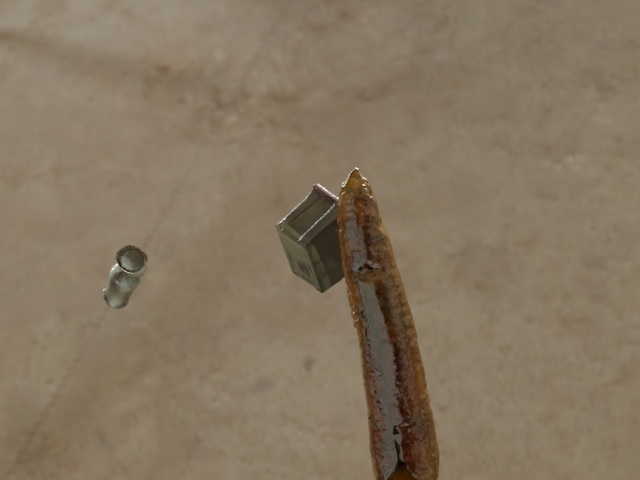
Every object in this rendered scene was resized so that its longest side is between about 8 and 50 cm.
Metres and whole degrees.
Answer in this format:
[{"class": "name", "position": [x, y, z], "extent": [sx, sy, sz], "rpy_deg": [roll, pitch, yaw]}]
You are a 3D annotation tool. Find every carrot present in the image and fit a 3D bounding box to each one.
[{"class": "carrot", "position": [0.058, 0.087, 1.547], "extent": [0.066, 0.314, 0.066], "rpy_deg": [-11, 3, 1]}]

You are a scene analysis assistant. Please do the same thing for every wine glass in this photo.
[{"class": "wine glass", "position": [-0.217, 0.045, 1.835], "extent": [0.039, 0.083, 0.042], "rpy_deg": [-18, 64, -33]}]

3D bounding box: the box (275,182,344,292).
[{"class": "box", "position": [0.000, 0.000, 1.623], "extent": [0.063, 0.085, 0.060], "rpy_deg": [-37, 49, -19]}]
